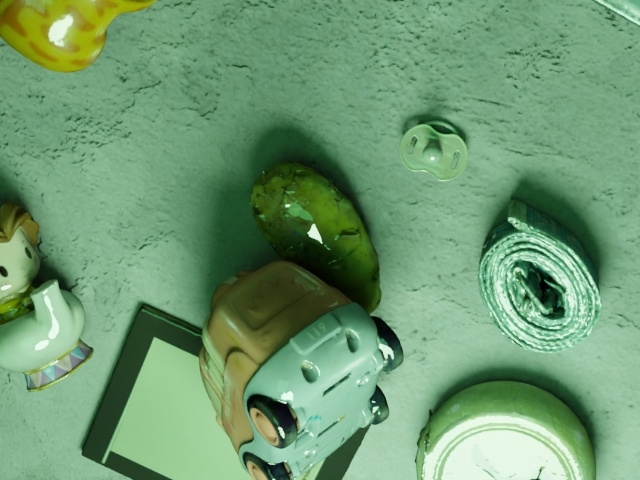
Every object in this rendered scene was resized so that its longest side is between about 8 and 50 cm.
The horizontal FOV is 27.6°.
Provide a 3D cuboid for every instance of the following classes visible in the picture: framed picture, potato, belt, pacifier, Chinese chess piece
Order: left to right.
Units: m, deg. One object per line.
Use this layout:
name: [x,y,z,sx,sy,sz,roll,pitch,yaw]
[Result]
framed picture: [-0.132,0.264,1.766,0.347,0.016,0.265,25,114,1]
potato: [0.000,0.000,1.592,0.117,0.090,0.225,-26,108,36]
pacifier: [0.135,-0.108,1.537,0.083,0.064,0.068,21,97,2]
Chinese chess piece: [0.232,0.292,1.662,0.237,0.092,0.238,4,113,11]
belt: [0.261,0.054,1.567,0.163,0.082,0.148,30,110,-3]

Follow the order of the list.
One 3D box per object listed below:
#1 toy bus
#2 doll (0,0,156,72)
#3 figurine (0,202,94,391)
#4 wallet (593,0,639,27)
toy bus: [-0.049,0.155,1.580,0.232,0.194,0.288,43,152,21]
doll: [-0.266,-0.316,1.484,0.269,0.162,0.167,-37,76,11]
figurine: [-0.403,0.060,1.674,0.189,0.142,0.263,-18,108,42]
wallet: [0.395,-0.365,1.389,0.251,0.054,0.290,32,119,2]
